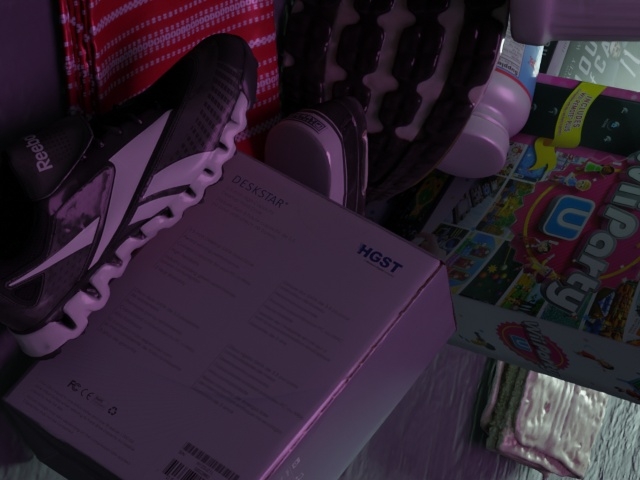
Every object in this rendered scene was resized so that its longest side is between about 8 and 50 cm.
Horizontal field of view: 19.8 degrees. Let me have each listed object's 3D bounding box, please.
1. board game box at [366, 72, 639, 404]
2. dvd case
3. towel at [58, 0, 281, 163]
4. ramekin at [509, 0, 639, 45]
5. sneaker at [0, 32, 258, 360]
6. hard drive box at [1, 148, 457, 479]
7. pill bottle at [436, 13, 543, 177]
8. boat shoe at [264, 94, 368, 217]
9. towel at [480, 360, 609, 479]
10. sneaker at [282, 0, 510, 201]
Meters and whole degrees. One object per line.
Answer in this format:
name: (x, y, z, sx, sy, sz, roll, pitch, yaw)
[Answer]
board game box: (0.197, -0.010, 1.399, 0.224, 0.303, 0.097, -57, 143, -24)
dvd case: (0.267, -0.170, 1.674, 0.239, 0.030, 0.179, 32, 76, -54)
towel: (-0.092, -0.147, 1.188, 0.199, 0.031, 0.274, -30, 125, -46)
ramekin: (0.215, -0.258, 1.235, 0.273, 0.127, 0.272, 11, 90, -82)
sneaker: (-0.133, -0.042, 1.098, 0.234, 0.078, 0.106, -50, 127, 0)
hard drive box: (-0.053, 0.078, 1.165, 0.232, 0.181, 0.089, -49, 151, -21)
pill bottle: (0.124, -0.132, 1.408, 0.087, 0.087, 0.160, 51, 46, -49)
boat shoe: (0.000, 0.000, 1.304, 0.070, 0.078, 0.219, -33, 142, -43)
towel: (0.235, 0.080, 1.712, 0.187, 0.049, 0.282, 32, 76, -55)
sneaker: (0.098, -0.223, 1.342, 0.182, 0.158, 0.410, 1, 108, -72)
